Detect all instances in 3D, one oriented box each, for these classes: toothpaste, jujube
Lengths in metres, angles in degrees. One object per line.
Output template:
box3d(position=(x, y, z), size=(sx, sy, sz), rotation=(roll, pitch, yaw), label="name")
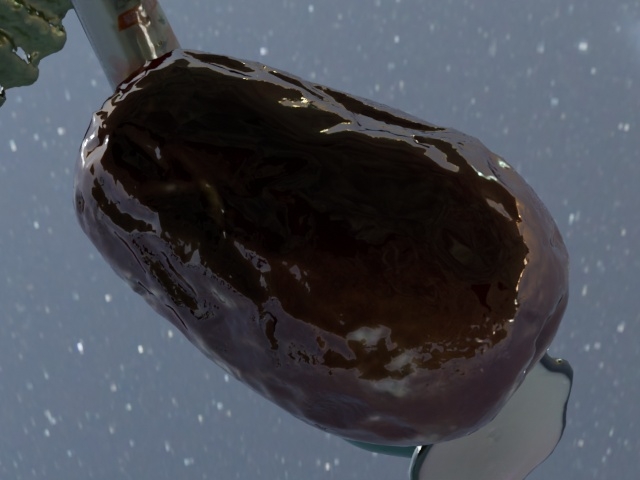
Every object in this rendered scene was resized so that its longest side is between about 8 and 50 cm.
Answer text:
box3d(position=(-0.146, -0.143, 1.205), size=(0.066, 0.323, 0.100), rotation=(8, -138, 42), label="toothpaste")
box3d(position=(0.000, 0.000, 0.912), size=(0.318, 0.223, 0.223), rotation=(29, -122, 11), label="jujube")

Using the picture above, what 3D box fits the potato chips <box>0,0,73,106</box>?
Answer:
box3d(position=(-0.361, -0.305, 1.440), size=(0.097, 0.373, 0.389), rotation=(2, -170, 13), label="potato chips")

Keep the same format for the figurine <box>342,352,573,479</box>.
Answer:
box3d(position=(0.063, 0.088, 1.369), size=(0.231, 0.324, 0.340), rotation=(-19, -141, -27), label="figurine")
